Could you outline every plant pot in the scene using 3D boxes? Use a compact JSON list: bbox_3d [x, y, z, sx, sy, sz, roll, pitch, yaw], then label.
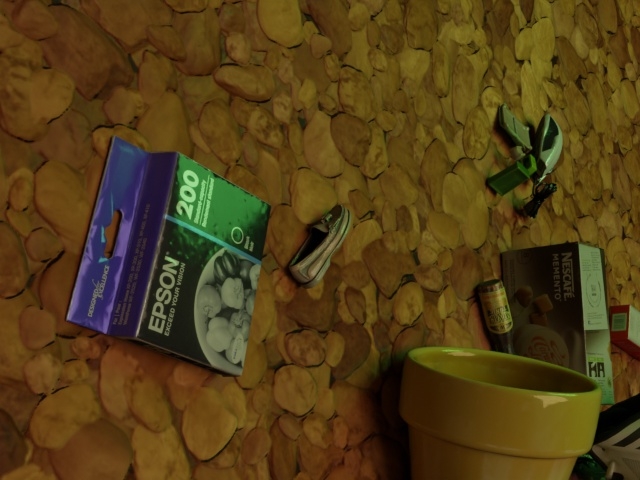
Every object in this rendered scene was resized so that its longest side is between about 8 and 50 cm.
[{"bbox_3d":[0.219,0.280,1.266,0.254,0.254,0.239,2,98,-49],"label":"plant pot"}]

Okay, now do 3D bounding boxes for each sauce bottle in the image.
[{"bbox_3d":[0.275,0.125,1.492,0.042,0.042,0.128,-25,100,-48],"label":"sauce bottle"}]

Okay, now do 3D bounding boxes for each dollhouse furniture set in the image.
[{"bbox_3d":[0.306,-0.145,1.593,0.076,0.058,0.152,37,37,-30],"label":"dollhouse furniture set"}]

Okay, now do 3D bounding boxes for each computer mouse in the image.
[{"bbox_3d":[0.379,-0.130,1.627,0.106,0.042,0.193,101,4,-60],"label":"computer mouse"}]

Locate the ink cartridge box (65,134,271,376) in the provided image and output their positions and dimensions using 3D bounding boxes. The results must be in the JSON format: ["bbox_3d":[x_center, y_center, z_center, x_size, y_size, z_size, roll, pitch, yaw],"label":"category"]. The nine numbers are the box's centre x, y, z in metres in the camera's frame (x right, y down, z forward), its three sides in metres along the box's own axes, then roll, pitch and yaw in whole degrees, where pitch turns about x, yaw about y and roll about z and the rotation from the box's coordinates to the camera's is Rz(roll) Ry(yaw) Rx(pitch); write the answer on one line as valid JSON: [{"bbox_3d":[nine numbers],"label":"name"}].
[{"bbox_3d":[-0.149,0.018,1.023,0.208,0.045,0.206,27,64,-42],"label":"ink cartridge box"}]

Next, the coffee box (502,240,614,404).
[{"bbox_3d":[0.372,0.135,1.528,0.098,0.141,0.246,10,76,-48],"label":"coffee box"}]

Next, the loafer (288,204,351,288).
[{"bbox_3d":[0.000,0.000,1.200,0.039,0.045,0.125,44,55,-27],"label":"loafer"}]

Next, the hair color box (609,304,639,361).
[{"bbox_3d":[0.601,0.178,1.858,0.141,0.043,0.072,30,61,-41],"label":"hair color box"}]

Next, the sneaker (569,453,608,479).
[{"bbox_3d":[0.390,0.387,1.536,0.276,0.097,0.135,38,56,-41],"label":"sneaker"}]

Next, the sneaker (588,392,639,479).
[{"bbox_3d":[0.499,0.396,1.477,0.169,0.257,0.447,-32,144,-61],"label":"sneaker"}]
